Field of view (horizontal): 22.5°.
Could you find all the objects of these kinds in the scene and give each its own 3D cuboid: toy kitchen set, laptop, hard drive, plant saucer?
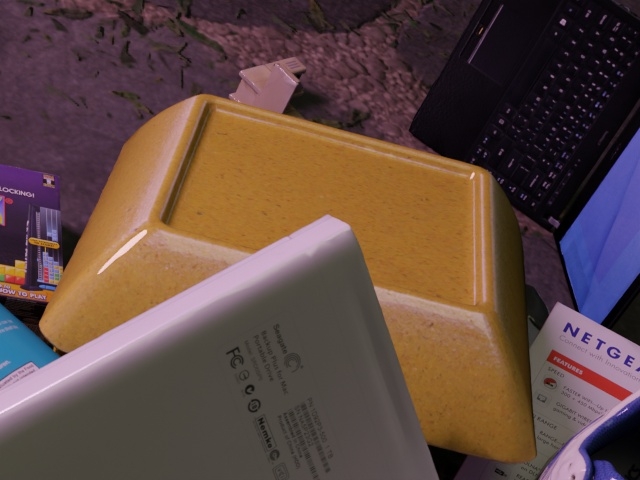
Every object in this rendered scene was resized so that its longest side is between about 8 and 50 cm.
[{"bbox_3d":[-0.022,-0.135,1.455,0.075,0.068,0.083,-21,60,-45],"label":"toy kitchen set"},{"bbox_3d":[0.206,-0.084,1.404,0.264,0.234,0.136,36,38,8],"label":"laptop"},{"bbox_3d":[-0.086,0.143,0.922,0.308,0.203,0.040,-28,26,-19],"label":"hard drive"},{"bbox_3d":[0.000,0.000,1.145,0.333,0.081,0.332,15,28,-2],"label":"plant saucer"}]

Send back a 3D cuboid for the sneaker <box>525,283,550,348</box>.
[{"bbox_3d":[0.108,0.053,1.325,0.229,0.086,0.132,40,33,-2],"label":"sneaker"}]

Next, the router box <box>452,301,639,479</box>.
[{"bbox_3d":[0.241,0.241,1.107,0.335,0.082,0.301,30,51,10],"label":"router box"}]

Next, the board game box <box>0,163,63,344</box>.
[{"bbox_3d":[-0.274,-0.002,1.167,0.170,0.048,0.141,11,43,-22],"label":"board game box"}]

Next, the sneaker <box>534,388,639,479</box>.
[{"bbox_3d":[0.145,0.192,0.983,0.112,0.131,0.296,33,53,10],"label":"sneaker"}]

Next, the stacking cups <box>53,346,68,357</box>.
[{"bbox_3d":[-0.072,0.182,1.061,0.096,0.096,0.316,-8,54,-38],"label":"stacking cups"}]

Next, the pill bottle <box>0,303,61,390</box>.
[{"bbox_3d":[-0.255,0.087,0.999,0.264,0.146,0.146,40,39,13],"label":"pill bottle"}]
